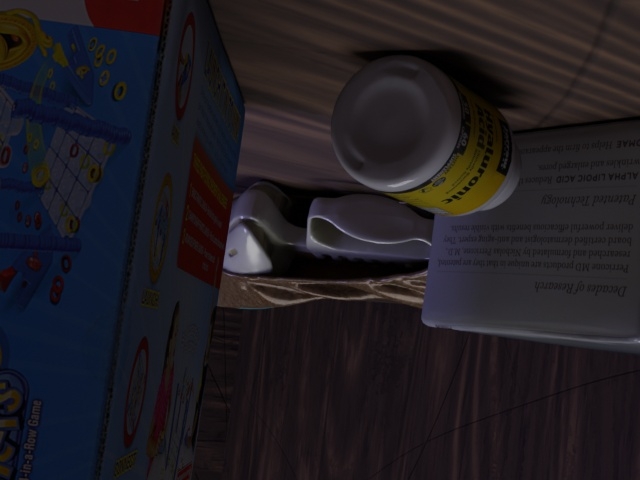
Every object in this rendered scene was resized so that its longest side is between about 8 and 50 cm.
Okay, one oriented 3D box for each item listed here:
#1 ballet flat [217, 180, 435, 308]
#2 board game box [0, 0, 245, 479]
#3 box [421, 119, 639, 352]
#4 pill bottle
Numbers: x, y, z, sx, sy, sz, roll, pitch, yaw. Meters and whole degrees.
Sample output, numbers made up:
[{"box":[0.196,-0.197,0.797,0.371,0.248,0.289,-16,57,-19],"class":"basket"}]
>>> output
[{"box":[0.000,0.000,1.035,0.342,0.116,0.124,4,154,27],"class":"ballet flat"},{"box":[-0.108,0.047,0.540,0.086,0.302,0.308,8,174,1],"class":"board game box"},{"box":[0.188,0.008,0.705,0.181,0.119,0.182,10,174,-34],"class":"box"},{"box":[0.059,-0.047,0.581,0.065,0.065,0.116,4,175,29],"class":"pill bottle"}]
